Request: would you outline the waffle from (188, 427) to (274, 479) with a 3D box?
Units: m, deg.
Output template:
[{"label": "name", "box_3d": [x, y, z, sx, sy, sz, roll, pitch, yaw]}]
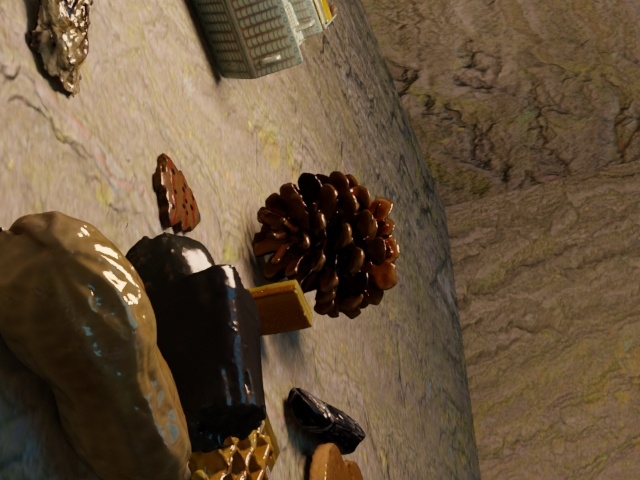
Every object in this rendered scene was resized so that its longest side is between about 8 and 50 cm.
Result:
[{"label": "waffle", "box_3d": [-0.112, 0.377, 1.327, 0.260, 0.069, 0.293, 20, 60, -70]}]

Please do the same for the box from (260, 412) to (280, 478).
[{"label": "box", "box_3d": [-0.096, 0.276, 1.563, 0.090, 0.023, 0.133, -59, 134, -68]}]

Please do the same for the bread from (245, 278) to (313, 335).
[{"label": "bread", "box_3d": [-0.070, 0.107, 1.682, 0.035, 0.094, 0.090, -86, 160, -48]}]

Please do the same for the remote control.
[{"label": "remote control", "box_3d": [0.003, 0.316, 1.838, 0.090, 0.066, 0.266, 36, -4, 30]}]

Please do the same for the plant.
[{"label": "plant", "box_3d": [-0.148, 0.109, 1.203, 0.142, 0.164, 0.256, 64, 2, -61]}]

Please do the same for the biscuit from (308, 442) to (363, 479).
[{"label": "biscuit", "box_3d": [0.050, 0.516, 1.842, 0.269, 0.051, 0.376, -76, 149, -59]}]

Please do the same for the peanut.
[{"label": "peanut", "box_3d": [-0.213, 0.116, 1.027, 0.149, 0.149, 0.313, -78, 155, -60]}]

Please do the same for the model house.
[{"label": "model house", "box_3d": [-0.109, -0.418, 1.815, 0.215, 0.198, 0.224, -58, 135, -54]}]

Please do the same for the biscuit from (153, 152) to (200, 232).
[{"label": "biscuit", "box_3d": [-0.198, -0.058, 1.492, 0.130, 0.019, 0.119, 51, 29, -60]}]

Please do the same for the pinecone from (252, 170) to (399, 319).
[{"label": "pinecone", "box_3d": [0.006, 0.000, 1.789, 0.264, 0.264, 0.264, -14, 90, -76]}]

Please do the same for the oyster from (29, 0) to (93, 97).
[{"label": "oyster", "box_3d": [-0.296, -0.256, 1.240, 0.108, 0.053, 0.165, 24, 60, -60]}]
